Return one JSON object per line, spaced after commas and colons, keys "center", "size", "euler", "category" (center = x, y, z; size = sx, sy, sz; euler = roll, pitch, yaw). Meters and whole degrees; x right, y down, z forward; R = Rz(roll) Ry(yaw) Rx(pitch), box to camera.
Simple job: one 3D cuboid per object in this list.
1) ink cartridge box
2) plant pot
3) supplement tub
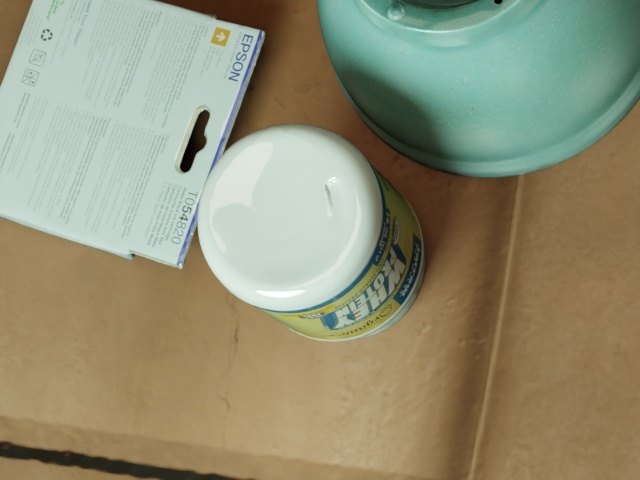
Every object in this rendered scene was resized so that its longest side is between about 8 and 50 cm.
{"center": [-0.175, -0.103, 1.703], "size": [0.224, 0.045, 0.223], "euler": [18, 83, 19], "category": "ink cartridge box"}
{"center": [0.120, -0.215, 1.562], "size": [0.293, 0.196, 0.293], "euler": [-4, 76, 16], "category": "plant pot"}
{"center": [0.000, 0.000, 1.542], "size": [0.144, 0.200, 0.144], "euler": [-4, 76, 17], "category": "supplement tub"}
